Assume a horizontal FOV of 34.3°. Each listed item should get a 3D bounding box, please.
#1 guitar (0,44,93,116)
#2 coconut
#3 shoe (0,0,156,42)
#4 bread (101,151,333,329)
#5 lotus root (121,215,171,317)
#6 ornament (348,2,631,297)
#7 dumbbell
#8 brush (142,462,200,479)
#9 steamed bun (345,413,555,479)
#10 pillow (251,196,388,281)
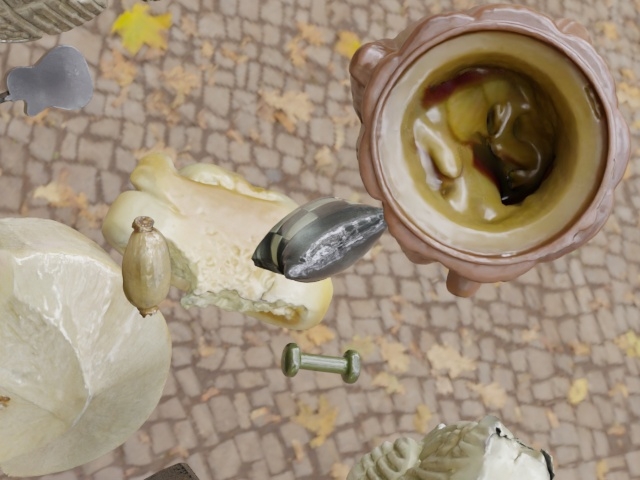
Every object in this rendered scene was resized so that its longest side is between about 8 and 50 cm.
[{"bbox_3d":[-0.418,-0.193,1.387,0.233,0.025,0.088,-23,111,-23],"label":"guitar"},{"bbox_3d":[-0.429,0.159,1.594,0.344,0.415,0.415,-40,95,-8],"label":"coconut"},{"bbox_3d":[-0.255,-0.316,0.989,0.351,0.172,0.198,-14,84,-8],"label":"shoe"},{"bbox_3d":[-0.168,0.006,1.842,0.424,0.329,0.245,24,92,-8],"label":"bread"},{"bbox_3d":[-0.224,0.041,1.341,0.062,0.150,0.073,2,29,-1],"label":"lotus root"},{"bbox_3d":[0.115,-0.081,0.758,0.221,0.235,0.217,39,9,-1],"label":"ornament"},{"bbox_3d":[0.001,0.181,1.524,0.118,0.046,0.052,8,72,-20],"label":"dumbbell"},{"bbox_3d":[-0.092,0.189,0.668,0.063,0.193,0.016,-28,104,-15],"label":"brush"},{"bbox_3d":[0.128,0.380,1.133,0.237,0.394,0.346,42,27,-10],"label":"steamed bun"},{"bbox_3d":[0.000,0.000,1.548,0.186,0.250,0.106,-31,101,-10],"label":"pillow"}]
